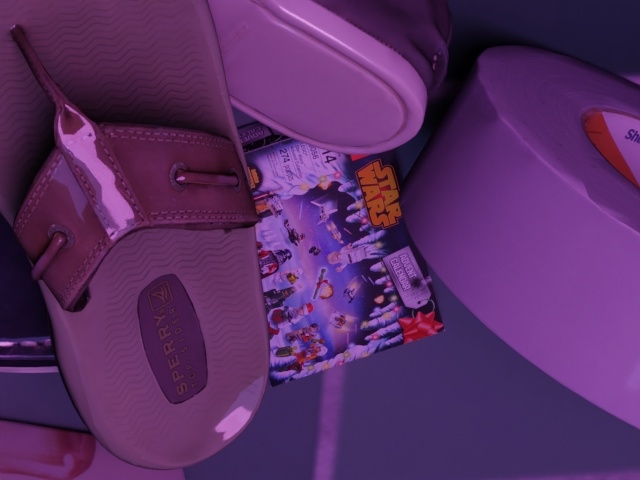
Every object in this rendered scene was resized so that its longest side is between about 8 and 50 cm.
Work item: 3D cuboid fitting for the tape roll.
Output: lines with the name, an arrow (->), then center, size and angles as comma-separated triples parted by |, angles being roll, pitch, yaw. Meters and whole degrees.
tape roll -> 0.147, 0.002, 0.816 | 0.219, 0.219, 0.072 | 21, 115, -23

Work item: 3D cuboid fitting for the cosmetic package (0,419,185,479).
cosmetic package -> -0.220, 0.169, 0.900 | 0.296, 0.129, 0.153 | 12, 118, -19

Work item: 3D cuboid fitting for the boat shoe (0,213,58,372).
boat shoe -> -0.274, -0.029, 0.746 | 0.500, 0.156, 0.186 | 18, 115, -23

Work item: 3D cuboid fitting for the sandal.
sandal -> -0.070, -0.011, 0.730 | 0.120, 0.086, 0.302 | -29, 132, -10

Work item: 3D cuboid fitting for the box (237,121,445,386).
box -> 0.000, 0.000, 0.898 | 0.094, 0.027, 0.137 | -19, 124, -1

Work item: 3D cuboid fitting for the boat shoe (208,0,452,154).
boat shoe -> -0.085, -0.153, 0.756 | 0.335, 0.095, 0.112 | 32, 145, -24
